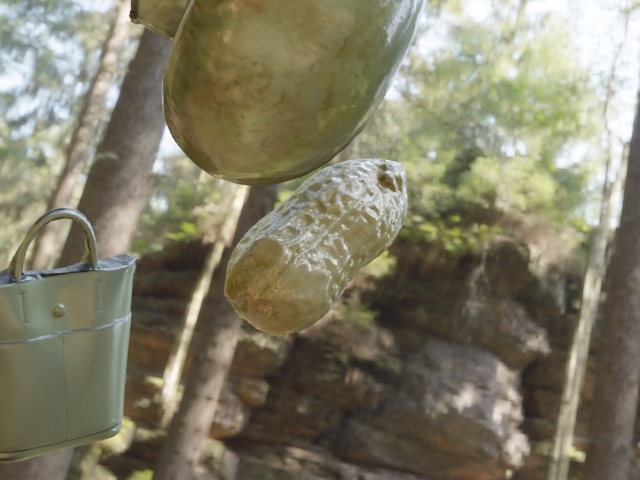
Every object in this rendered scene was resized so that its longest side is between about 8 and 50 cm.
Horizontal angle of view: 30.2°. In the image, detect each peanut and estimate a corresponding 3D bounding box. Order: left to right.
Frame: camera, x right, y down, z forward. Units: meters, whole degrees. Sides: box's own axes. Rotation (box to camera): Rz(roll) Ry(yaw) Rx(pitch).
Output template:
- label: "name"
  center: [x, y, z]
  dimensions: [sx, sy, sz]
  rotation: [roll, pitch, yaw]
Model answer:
- label: "peanut"
  center: [0.000, 0.000, 1.540]
  dimensions: [0.152, 0.313, 0.152]
  rotation: [32, -30, 21]

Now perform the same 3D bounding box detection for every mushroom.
- label: "mushroom"
  center: [-0.042, -0.223, 1.160]
  dimensions: [0.260, 0.352, 0.352]
  rotation: [23, -24, -4]

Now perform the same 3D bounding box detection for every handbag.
- label: "handbag"
  center: [-0.340, 0.107, 1.473]
  dimensions: [0.241, 0.315, 0.109]
  rotation: [-9, 18, -39]
